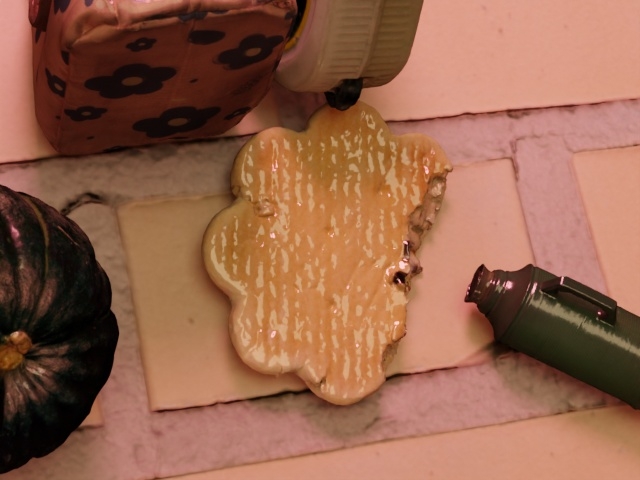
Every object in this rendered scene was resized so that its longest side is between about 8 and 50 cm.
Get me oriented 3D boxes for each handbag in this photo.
[{"bbox_3d":[-0.131,-0.197,1.413,0.190,0.251,0.193,-11,73,-16],"label":"handbag"}]

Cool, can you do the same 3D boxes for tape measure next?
[{"bbox_3d":[0.000,-0.229,1.506,0.115,0.207,0.235,-8,35,-25],"label":"tape measure"}]

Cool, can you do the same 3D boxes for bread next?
[{"bbox_3d":[0.000,0.000,1.500,0.182,0.039,0.250,22,67,-8],"label":"bread"}]

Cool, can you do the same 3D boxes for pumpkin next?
[{"bbox_3d":[-0.251,0.064,1.321,0.221,0.162,0.220,-8,105,-34],"label":"pumpkin"}]

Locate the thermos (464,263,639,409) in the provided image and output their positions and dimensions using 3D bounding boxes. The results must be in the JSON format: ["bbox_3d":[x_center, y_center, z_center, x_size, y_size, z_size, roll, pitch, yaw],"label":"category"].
[{"bbox_3d":[0.208,0.075,1.512,0.188,0.083,0.073,25,89,-5],"label":"thermos"}]
